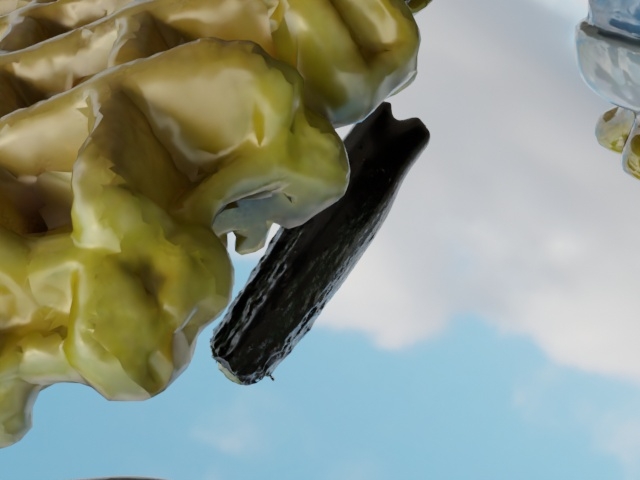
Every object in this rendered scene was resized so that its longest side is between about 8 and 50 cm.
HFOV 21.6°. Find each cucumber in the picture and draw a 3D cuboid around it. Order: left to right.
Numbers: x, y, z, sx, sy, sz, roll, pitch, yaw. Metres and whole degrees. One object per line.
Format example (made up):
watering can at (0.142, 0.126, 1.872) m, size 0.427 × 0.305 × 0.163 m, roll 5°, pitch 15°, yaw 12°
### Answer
cucumber at (0.001, 0.000, 0.643) m, size 0.033 × 0.135 × 0.034 m, roll 39°, pitch 162°, yaw -14°

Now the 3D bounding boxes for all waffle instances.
waffle at (-0.106, -0.023, 0.485) m, size 0.329 × 0.329 × 0.062 m, roll -92°, pitch -22°, yaw -66°

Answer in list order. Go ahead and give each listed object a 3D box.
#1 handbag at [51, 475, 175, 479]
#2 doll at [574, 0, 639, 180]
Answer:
handbag at (-0.149, 0.221, 0.864) m, size 0.308 × 0.093 × 0.254 m, roll -4°, pitch -144°, yaw 7°
doll at (0.140, -0.178, 0.589) m, size 0.141 × 0.314 × 0.177 m, roll 2°, pitch -165°, yaw -4°
